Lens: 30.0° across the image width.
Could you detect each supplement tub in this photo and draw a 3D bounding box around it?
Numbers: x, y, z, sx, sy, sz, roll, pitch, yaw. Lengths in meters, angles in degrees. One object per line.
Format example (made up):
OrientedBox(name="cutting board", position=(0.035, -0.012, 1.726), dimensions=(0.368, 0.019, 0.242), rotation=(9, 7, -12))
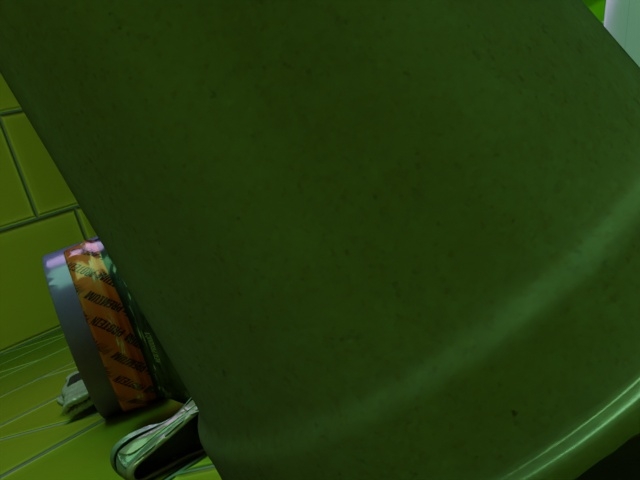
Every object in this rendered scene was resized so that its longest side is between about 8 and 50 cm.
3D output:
OrientedBox(name="supplement tub", position=(-0.057, 0.026, 1.141), dimensions=(0.338, 0.207, 0.207), rotation=(-21, 3, -10))

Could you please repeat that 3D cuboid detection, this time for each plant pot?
OrientedBox(name="plant pot", position=(0.003, -0.064, 0.592), dimensions=(0.333, 0.305, 0.334), rotation=(-34, 12, 9))

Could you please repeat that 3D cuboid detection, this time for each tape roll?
OrientedBox(name="tape roll", position=(-0.231, 0.091, 1.300), dimensions=(0.080, 0.189, 0.189), rotation=(-21, 3, -7))

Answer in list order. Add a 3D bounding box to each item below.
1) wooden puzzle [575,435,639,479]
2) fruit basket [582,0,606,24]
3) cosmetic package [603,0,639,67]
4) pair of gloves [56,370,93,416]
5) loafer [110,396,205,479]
OrientedBox(name="wooden puzzle", position=(0.121, 0.102, 0.485), dimensions=(0.116, 0.014, 0.078), rotation=(-20, 7, 12))
OrientedBox(name="fruit basket", position=(0.370, -0.235, 1.464), dimensions=(0.392, 0.392, 0.283), rotation=(-18, 4, 30))
OrientedBox(name="cosmetic package", position=(0.303, -0.109, 0.761), dimensions=(0.138, 0.224, 0.224), rotation=(26, -28, -31))
OrientedBox(name="pair of gloves", position=(-0.213, 0.151, 1.480), dimensions=(0.240, 0.042, 0.204), rotation=(-26, 8, -13))
OrientedBox(name="loafer", position=(-0.096, 0.147, 0.903), dimensions=(0.125, 0.045, 0.039), rotation=(-28, 22, -19))
